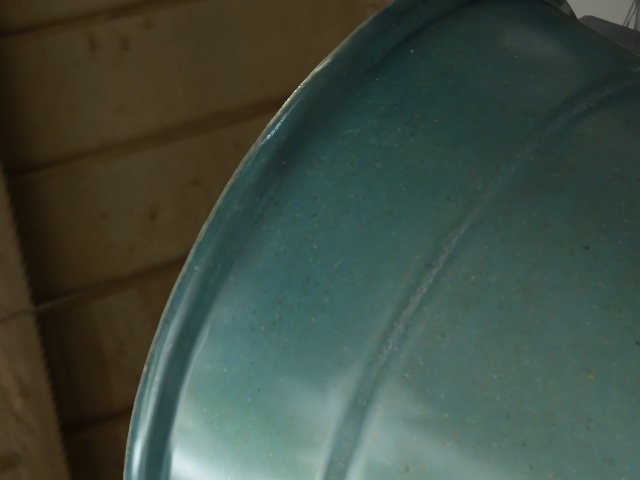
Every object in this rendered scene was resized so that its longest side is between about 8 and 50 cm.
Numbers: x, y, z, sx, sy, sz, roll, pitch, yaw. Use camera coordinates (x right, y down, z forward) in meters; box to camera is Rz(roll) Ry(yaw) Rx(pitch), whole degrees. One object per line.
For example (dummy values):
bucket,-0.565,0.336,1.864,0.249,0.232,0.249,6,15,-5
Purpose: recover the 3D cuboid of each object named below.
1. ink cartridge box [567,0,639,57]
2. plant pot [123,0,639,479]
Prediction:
ink cartridge box,0.149,-0.092,1.073,0.217,0.158,0.092,21,-103,-8
plant pot,0.153,0.103,0.740,0.341,0.334,0.341,-39,-35,-35
